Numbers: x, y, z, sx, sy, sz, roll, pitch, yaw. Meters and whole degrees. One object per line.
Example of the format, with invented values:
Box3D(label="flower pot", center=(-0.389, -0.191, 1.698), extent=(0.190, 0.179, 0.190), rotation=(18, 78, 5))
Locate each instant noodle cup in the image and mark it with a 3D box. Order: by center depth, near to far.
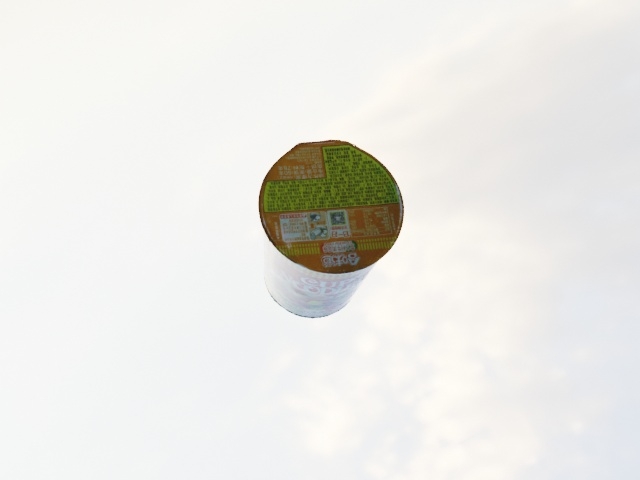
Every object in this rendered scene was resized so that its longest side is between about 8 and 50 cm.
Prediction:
Box3D(label="instant noodle cup", center=(0.000, 0.000, 1.932), extent=(0.168, 0.168, 0.185), rotation=(-37, 165, -22))
